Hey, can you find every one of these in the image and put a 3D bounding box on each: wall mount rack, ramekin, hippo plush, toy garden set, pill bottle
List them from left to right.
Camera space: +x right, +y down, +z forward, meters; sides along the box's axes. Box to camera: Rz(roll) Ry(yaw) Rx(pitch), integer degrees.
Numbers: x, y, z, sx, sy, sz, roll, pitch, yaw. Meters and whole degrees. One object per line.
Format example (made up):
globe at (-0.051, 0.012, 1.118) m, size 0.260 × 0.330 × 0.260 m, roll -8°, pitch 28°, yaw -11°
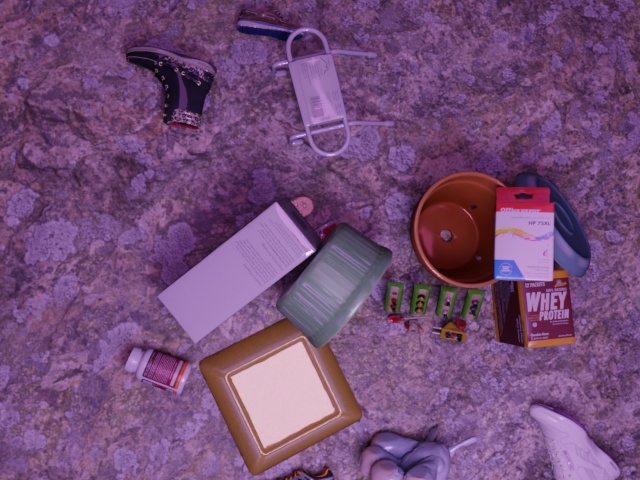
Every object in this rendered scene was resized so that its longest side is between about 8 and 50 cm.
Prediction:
pill bottle at (-0.406, 0.322, 1.564) m, size 0.152 × 0.086 × 0.086 m, roll 22°, pitch 83°, yaw -6°
ramekin at (0.026, 0.100, 1.533) m, size 0.148 × 0.303 × 0.303 m, roll 39°, pitch 82°, yaw -2°
wall mount rack at (0.038, -0.394, 1.670) m, size 0.304 × 0.130 × 0.350 m, roll -13°, pitch 87°, yaw -5°
hippo plush at (0.229, 0.634, 1.595) m, size 0.294 × 0.234 × 0.236 m, roll -17°, pitch 110°, yaw -49°
toy garden set at (0.287, 0.197, 1.623) m, size 0.244 × 0.203 × 0.049 m, roll 5°, pitch 48°, yaw 4°

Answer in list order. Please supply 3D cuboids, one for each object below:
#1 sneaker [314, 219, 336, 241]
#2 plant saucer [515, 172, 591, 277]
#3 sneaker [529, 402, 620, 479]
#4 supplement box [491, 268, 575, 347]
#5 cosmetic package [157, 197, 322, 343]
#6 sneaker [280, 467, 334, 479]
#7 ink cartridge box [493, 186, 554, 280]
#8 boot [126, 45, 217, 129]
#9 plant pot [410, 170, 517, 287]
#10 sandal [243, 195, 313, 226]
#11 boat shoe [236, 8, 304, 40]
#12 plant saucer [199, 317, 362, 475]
sneaker at (0.000, 0.000, 1.668) m, size 0.118 × 0.042 × 0.067 m, roll -31°, pitch 87°, yaw -11°
plant saucer at (0.624, -0.053, 1.645) m, size 0.044 × 0.317 × 0.317 m, roll -34°, pitch 90°, yaw 32°
sneaker at (0.662, 0.569, 1.673) m, size 0.305 × 0.114 × 0.152 m, roll 45°, pitch 80°, yaw -2°
supplement box at (0.556, 0.177, 1.651) m, size 0.129 × 0.194 × 0.191 m, roll -4°, pitch 86°, yaw -8°
cosmetic package at (-0.190, 0.065, 1.516) m, size 0.365 × 0.197 × 0.155 m, roll -39°, pitch 92°, yaw 9°
sneaker at (-0.063, 0.629, 1.595) m, size 0.215 × 0.084 × 0.083 m, roll 2°, pitch 72°, yaw -11°
ink cartridge box at (0.484, -0.019, 1.492) m, size 0.134 × 0.078 × 0.231 m, roll 1°, pitch 85°, yaw 14°
boot at (-0.403, -0.398, 1.627) m, size 0.236 × 0.085 × 0.178 m, roll 12°, pitch 86°, yaw -7°
plant pot at (0.358, -0.019, 1.637) m, size 0.291 × 0.203 × 0.290 m, roll 1°, pitch 84°, yaw -8°
sandal at (-0.121, -0.045, 1.637) m, size 0.240 × 0.079 × 0.088 m, roll -34°, pitch 90°, yaw -9°
boat shoe at (-0.132, -0.590, 1.688) m, size 0.183 × 0.066 × 0.066 m, roll 8°, pitch 83°, yaw -7°
plant saucer at (-0.097, 0.390, 1.605) m, size 0.333 × 0.081 × 0.332 m, roll -26°, pitch 88°, yaw -9°
